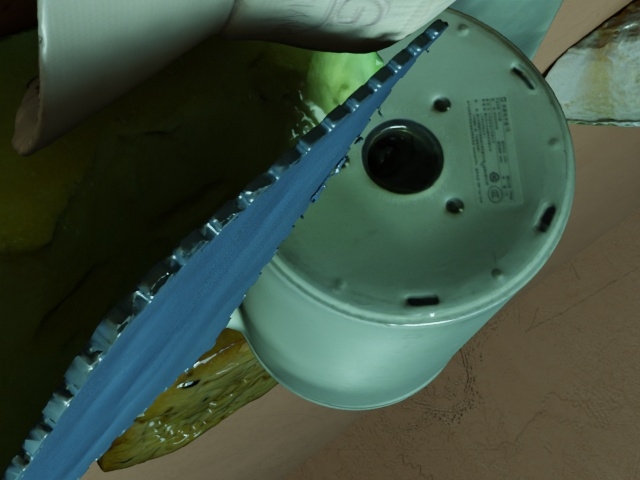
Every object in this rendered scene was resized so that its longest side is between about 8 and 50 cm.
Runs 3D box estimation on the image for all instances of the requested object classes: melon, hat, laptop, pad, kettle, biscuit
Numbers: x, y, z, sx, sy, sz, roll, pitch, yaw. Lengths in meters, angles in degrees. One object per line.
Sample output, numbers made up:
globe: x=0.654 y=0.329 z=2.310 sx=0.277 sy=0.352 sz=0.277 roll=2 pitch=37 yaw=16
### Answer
melon: x=-0.105 y=-0.014 z=0.569 sx=0.323 sy=0.124 sz=0.196 roll=-43 pitch=143 yaw=-34
hat: x=-0.009 y=-0.111 z=0.450 sx=0.219 sy=0.164 sz=0.226 roll=121 pitch=-7 yaw=-59
laptop: x=0.108 y=-0.140 z=0.921 sx=0.187 sy=0.015 sz=0.269 roll=-31 pitch=166 yaw=-15
melon: x=0.292 y=-0.157 z=1.113 sx=0.202 sy=0.139 sz=0.093 roll=-33 pitch=144 yaw=3
pad: x=-0.062 y=0.040 z=0.507 sx=0.270 sy=0.012 sz=0.269 roll=-53 pitch=176 yaw=38
kettle: x=0.012 y=0.011 z=0.825 sx=0.265 sy=0.205 sz=0.318 roll=-34 pitch=169 yaw=-13
biscuit: x=-0.108 y=0.156 z=1.362 sx=0.359 sy=0.046 sz=0.359 roll=-32 pitch=165 yaw=-9

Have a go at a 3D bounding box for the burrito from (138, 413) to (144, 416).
burrito: x=-0.238 y=0.164 z=1.039 sx=0.226 sy=0.060 sz=0.087 roll=-24 pitch=168 yaw=-42
